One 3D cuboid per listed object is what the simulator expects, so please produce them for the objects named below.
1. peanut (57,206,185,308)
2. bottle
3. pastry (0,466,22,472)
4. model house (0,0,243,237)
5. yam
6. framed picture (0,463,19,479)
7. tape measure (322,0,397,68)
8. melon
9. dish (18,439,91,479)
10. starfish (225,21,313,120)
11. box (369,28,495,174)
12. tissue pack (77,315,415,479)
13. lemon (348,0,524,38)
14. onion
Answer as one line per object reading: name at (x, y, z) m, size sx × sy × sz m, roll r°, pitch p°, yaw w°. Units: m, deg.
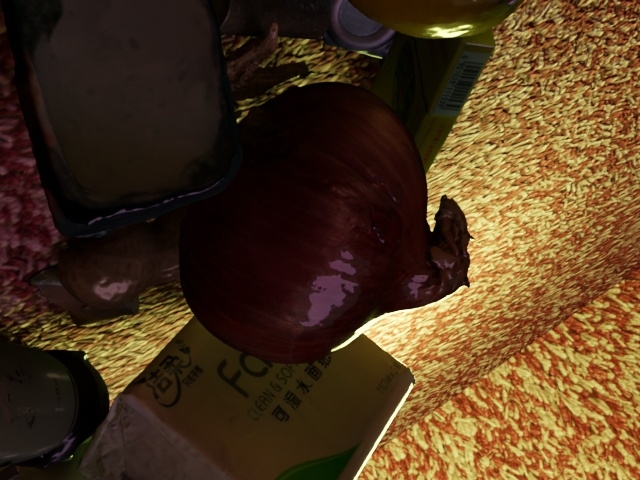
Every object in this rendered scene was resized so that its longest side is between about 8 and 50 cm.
peanut at (-0.223, 0.015, 1.622) m, size 0.227 × 0.085 × 0.104 m, roll -23°, pitch 122°, yaw -32°
bottle at (-0.404, 0.212, 1.656) m, size 0.168 × 0.168 × 0.347 m, roll -42°, pitch 160°, yaw 15°
pastry at (-0.429, 0.334, 1.986) m, size 0.156 × 0.092 × 0.156 m, roll -25°, pitch 154°, yaw -13°
model house at (-0.196, -0.119, 1.216) m, size 0.184 × 0.253 × 0.291 m, roll -15°, pitch 171°, yaw -16°
yam at (-0.063, -0.246, 1.346) m, size 0.169 × 0.068 × 0.068 m, roll -6°, pitch 145°, yaw -50°
framed picture at (-0.520, 0.407, 1.614) m, size 0.324 × 0.020 × 0.240 m, roll -35°, pitch 169°, yaw -25°
tape measure at (0.051, -0.279, 1.497) m, size 0.180 × 0.104 × 0.107 m, roll -66°, pitch 176°, yaw -66°
melon at (-0.306, 0.064, 1.679) m, size 0.098 × 0.054 × 0.182 m, roll -21°, pitch 159°, yaw 2°
dish at (-0.333, 0.321, 1.852) m, size 0.227 × 0.086 × 0.236 m, roll -5°, pitch 178°, yaw -23°
starfish at (-0.122, -0.162, 1.410) m, size 0.299 × 0.060 × 0.302 m, roll -36°, pitch 175°, yaw 25°
box at (0.124, -0.196, 1.584) m, size 0.047 × 0.187 × 0.335 m, roll 4°, pitch 145°, yaw -15°
tissue pack at (-0.090, 0.253, 1.821) m, size 0.205 × 0.331 × 0.405 m, roll -54°, pitch 177°, yaw 36°
lemon at (0.129, -0.311, 1.293) m, size 0.240 × 0.219 × 0.240 m, roll -33°, pitch 156°, yaw -17°
onion at (-0.023, -0.024, 1.506) m, size 0.353 × 0.354 × 0.354 m, roll -31°, pitch 159°, yaw -13°
